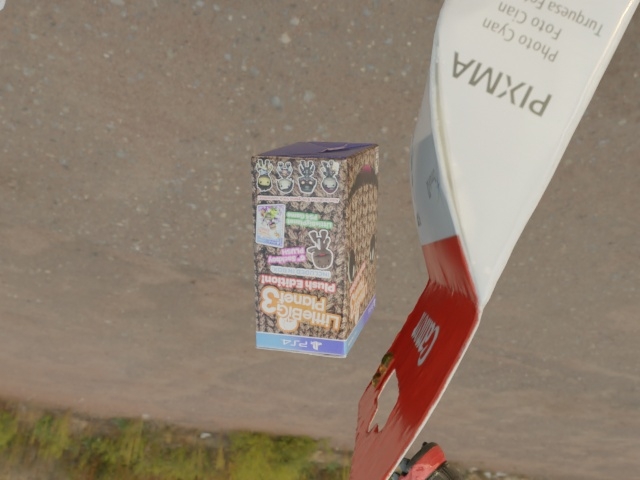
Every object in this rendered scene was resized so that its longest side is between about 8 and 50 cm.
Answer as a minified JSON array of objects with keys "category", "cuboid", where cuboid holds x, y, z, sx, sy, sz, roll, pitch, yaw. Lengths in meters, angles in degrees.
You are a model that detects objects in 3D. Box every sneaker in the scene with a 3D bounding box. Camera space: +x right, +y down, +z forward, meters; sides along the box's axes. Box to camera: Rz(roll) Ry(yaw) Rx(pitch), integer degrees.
[{"category":"sneaker","cuboid":[0.157,0.444,0.993,0.098,0.135,0.276,-19,137,-43]}]

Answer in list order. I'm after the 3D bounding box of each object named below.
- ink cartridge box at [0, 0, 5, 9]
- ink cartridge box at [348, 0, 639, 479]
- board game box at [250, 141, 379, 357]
[{"category":"ink cartridge box","cuboid":[-0.349,-0.206,0.321,0.166,0.395,0.285,39,131,-4]},{"category":"ink cartridge box","cuboid":[0.080,-0.039,0.445,0.091,0.385,0.308,28,-179,5]},{"category":"board game box","cuboid":[0.000,0.000,1.006,0.141,0.291,0.232,4,-165,15]}]
